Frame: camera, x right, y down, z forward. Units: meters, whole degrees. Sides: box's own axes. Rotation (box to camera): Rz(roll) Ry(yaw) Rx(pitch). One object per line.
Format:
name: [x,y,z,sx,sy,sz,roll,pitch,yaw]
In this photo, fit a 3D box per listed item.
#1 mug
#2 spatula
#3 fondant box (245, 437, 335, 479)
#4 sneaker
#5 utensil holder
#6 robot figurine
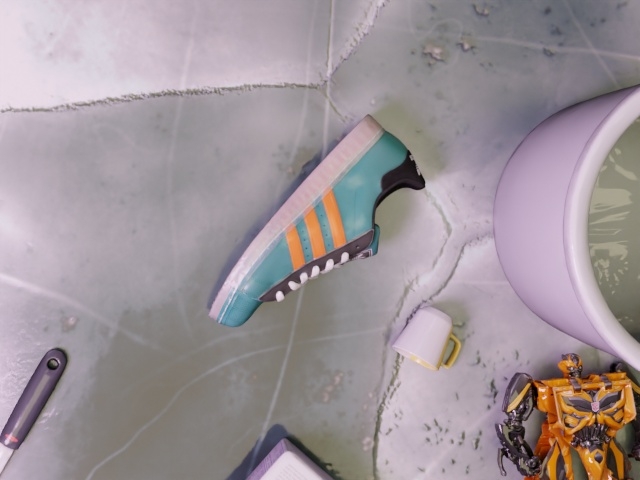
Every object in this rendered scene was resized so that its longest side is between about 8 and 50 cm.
mug: [0.130,0.117,1.578,0.062,0.078,0.064,23,80,26]
spatula: [-0.377,0.259,1.538,0.084,0.030,0.296,30,89,-7]
fondant box: [-0.061,0.435,1.545,0.238,0.096,0.330,42,87,-6]
sneaker: [0.000,0.000,1.527,0.121,0.108,0.302,41,86,-1]
utensil holder: [0.375,-0.020,1.425,0.328,0.385,0.327,0,93,-6]
robot figurine: [0.319,0.280,1.567,0.211,0.085,0.291,-5,88,-18]
